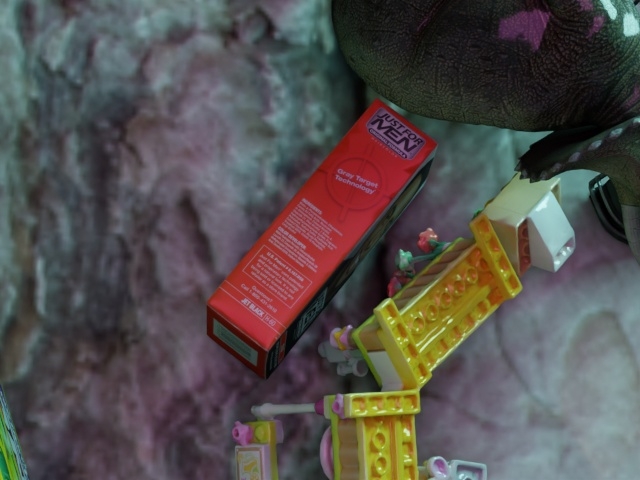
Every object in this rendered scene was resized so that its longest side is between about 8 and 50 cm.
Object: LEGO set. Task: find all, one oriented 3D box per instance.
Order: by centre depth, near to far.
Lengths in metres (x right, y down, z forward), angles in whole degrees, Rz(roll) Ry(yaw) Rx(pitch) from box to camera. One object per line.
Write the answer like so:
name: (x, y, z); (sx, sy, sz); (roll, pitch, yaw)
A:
LEGO set: (0.032, 0.083, 0.976); (0.132, 0.107, 0.287); (29, 66, -35)

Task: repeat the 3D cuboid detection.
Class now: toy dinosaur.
toy dinosaur: (0.081, -0.117, 0.960); (0.313, 0.121, 0.160); (27, 82, 20)

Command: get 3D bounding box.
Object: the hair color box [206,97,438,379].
hair color box: (0.000, 0.000, 0.986); (0.043, 0.072, 0.141); (37, 76, 7)

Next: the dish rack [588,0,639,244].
dish rack: (0.217, -0.153, 1.052); (0.208, 0.074, 0.272); (-17, 77, -11)

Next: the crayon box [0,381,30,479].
crayon box: (-0.182, 0.101, 0.817); (0.106, 0.313, 0.363); (-17, 79, -10)
